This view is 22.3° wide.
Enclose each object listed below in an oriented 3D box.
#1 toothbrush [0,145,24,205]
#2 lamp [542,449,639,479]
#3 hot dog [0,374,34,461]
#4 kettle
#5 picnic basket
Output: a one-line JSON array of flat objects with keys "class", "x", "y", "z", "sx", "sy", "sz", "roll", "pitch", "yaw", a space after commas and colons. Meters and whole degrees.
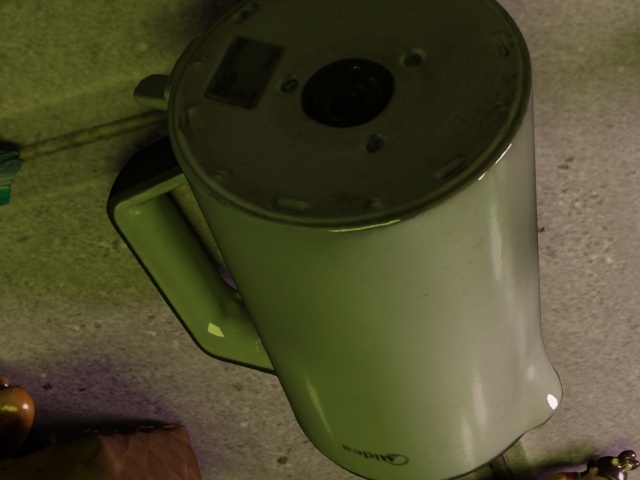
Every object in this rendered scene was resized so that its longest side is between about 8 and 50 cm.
[{"class": "toothbrush", "x": -0.332, "y": 0.065, "z": 1.417, "sx": 0.040, "sy": 0.042, "sz": 0.418, "roll": -16, "pitch": 149, "yaw": -39}, {"class": "lamp", "x": 0.227, "y": 0.307, "z": 1.694, "sx": 0.253, "sy": 0.118, "sz": 0.118, "roll": -23, "pitch": 136, "yaw": 21}, {"class": "hot dog", "x": -0.324, "y": 0.174, "z": 1.535, "sx": 0.090, "sy": 0.060, "sz": 0.140, "roll": 17, "pitch": 127, "yaw": -18}, {"class": "kettle", "x": 0.000, "y": 0.000, "z": 1.259, "sx": 0.361, "sy": 0.250, "sz": 0.376, "roll": 7, "pitch": 144, "yaw": 18}, {"class": "picnic basket", "x": -0.227, "y": 0.350, "z": 1.524, "sx": 0.291, "sy": 0.321, "sz": 0.254, "roll": -21, "pitch": 171, "yaw": 18}]
